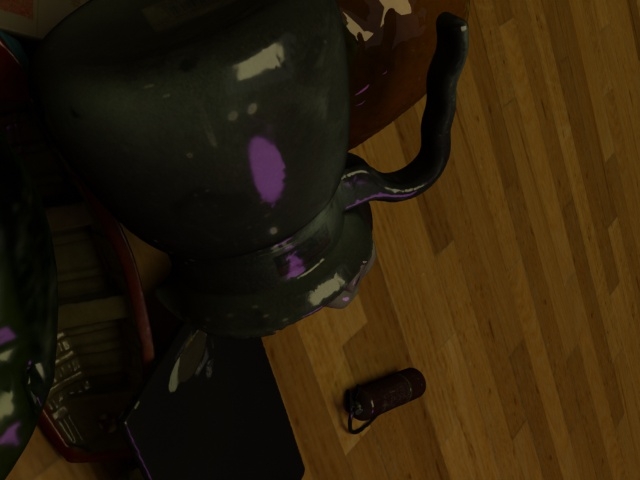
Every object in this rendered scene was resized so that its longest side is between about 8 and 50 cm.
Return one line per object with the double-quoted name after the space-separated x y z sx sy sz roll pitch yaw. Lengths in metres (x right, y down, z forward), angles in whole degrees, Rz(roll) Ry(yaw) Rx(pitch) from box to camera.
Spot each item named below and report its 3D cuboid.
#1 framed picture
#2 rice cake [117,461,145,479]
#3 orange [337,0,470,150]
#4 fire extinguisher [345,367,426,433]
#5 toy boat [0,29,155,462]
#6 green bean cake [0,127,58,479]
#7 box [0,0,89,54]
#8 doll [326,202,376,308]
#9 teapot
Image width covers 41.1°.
-0.088 0.208 0.841 0.244 0.013 0.323 -65 146 -52 "framed picture"
-0.144 0.301 0.828 0.063 0.069 0.206 -20 100 -47 "rice cake"
-0.028 -0.202 0.803 0.262 0.335 0.196 60 21 -10 "orange"
0.076 0.210 1.114 0.157 0.045 0.078 -9 117 -51 "fire extinguisher"
-0.221 0.008 0.716 0.079 0.136 0.391 -87 166 -71 "toy boat"
-0.296 -0.008 0.474 0.218 0.335 0.318 -15 102 -40 "green bean cake"
-0.273 -0.234 0.713 0.201 0.058 0.140 8 82 -49 "box"
-0.002 -0.001 0.918 0.182 0.117 0.257 -60 170 -13 "doll"
-0.044 -0.076 0.687 0.305 0.223 0.285 -43 133 -32 "teapot"
